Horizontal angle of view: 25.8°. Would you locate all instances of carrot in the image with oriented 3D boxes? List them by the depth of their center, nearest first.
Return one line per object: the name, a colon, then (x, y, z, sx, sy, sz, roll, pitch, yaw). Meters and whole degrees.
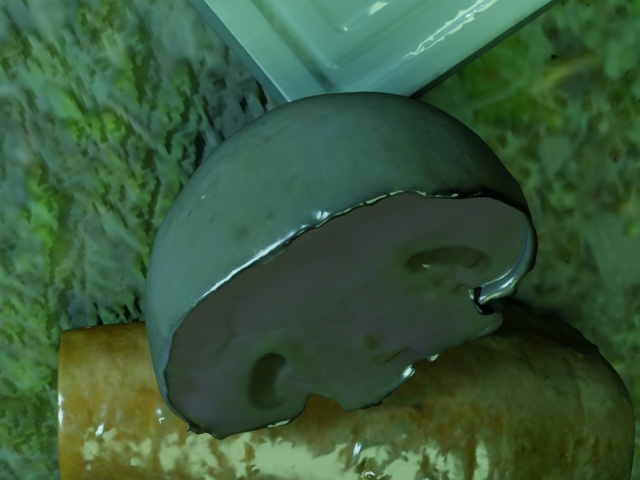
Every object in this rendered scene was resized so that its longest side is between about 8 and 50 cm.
carrot: (0.015, 0.101, 0.737, 0.301, 0.139, 0.139, -1, 124, -9)

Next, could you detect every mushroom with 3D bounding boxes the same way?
mushroom: (0.000, 0.000, 0.625, 0.188, 0.117, 0.141, -30, 153, 23)

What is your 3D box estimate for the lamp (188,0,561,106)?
lamp: (0.033, -0.199, 0.581, 0.266, 0.047, 0.269, -34, 124, 13)
